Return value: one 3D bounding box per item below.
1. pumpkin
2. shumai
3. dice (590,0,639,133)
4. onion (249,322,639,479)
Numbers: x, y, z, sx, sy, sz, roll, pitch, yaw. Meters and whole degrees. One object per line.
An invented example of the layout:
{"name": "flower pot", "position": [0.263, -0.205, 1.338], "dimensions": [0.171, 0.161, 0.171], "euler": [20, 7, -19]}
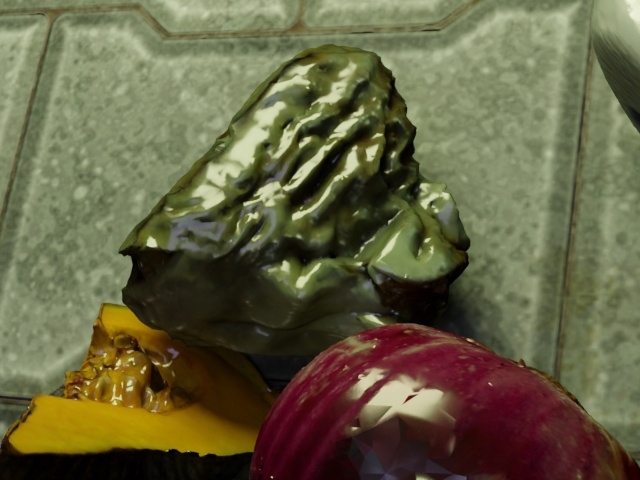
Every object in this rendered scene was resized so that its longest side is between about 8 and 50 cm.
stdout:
{"name": "pumpkin", "position": [-0.119, 0.153, 0.924], "dimensions": [0.163, 0.278, 0.111], "euler": [21, 107, 0]}
{"name": "shumai", "position": [-0.002, -0.001, 0.970], "dimensions": [0.218, 0.189, 0.256], "euler": [37, 78, 9]}
{"name": "dice", "position": [0.302, -0.122, 0.864], "dimensions": [0.194, 0.192, 0.193], "euler": [-39, 62, 4]}
{"name": "onion", "position": [0.084, 0.178, 0.810], "dimensions": [0.256, 0.230, 0.272], "euler": [9, 68, 24]}
